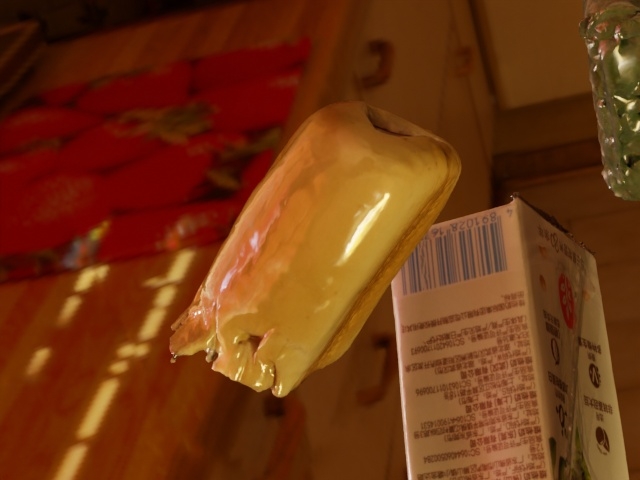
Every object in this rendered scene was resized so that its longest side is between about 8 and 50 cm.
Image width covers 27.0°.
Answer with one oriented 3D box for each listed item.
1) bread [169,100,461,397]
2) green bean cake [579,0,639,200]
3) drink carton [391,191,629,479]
[{"bbox_3d":[-0.001,-0.001,0.733,0.085,0.173,0.134,38,18,12],"label":"bread"},{"bbox_3d":[0.272,-0.112,0.913,0.173,0.181,0.094,-5,39,15],"label":"green bean cake"},{"bbox_3d":[0.162,0.147,1.109,0.132,0.194,0.324,-17,65,28],"label":"drink carton"}]
